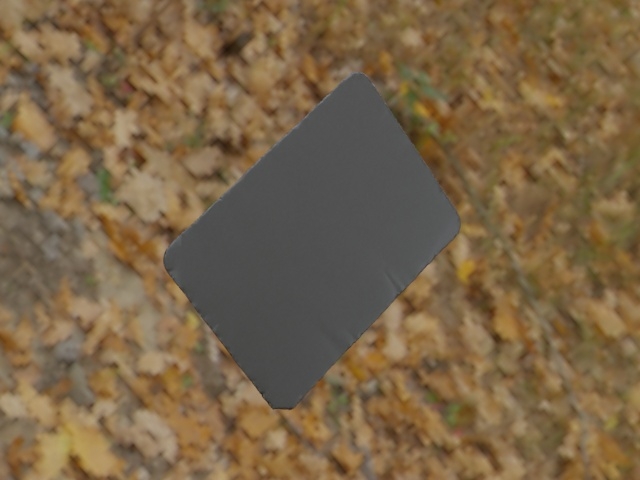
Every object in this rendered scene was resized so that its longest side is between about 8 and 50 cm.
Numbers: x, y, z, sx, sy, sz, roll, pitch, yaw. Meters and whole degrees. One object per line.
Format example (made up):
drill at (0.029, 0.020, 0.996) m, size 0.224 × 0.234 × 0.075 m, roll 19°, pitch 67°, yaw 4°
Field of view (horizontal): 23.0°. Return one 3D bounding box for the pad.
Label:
pad at (0.000, 0.000, 0.818) m, size 0.157 × 0.003 × 0.112 m, roll -45°, pitch 112°, yaw -24°
